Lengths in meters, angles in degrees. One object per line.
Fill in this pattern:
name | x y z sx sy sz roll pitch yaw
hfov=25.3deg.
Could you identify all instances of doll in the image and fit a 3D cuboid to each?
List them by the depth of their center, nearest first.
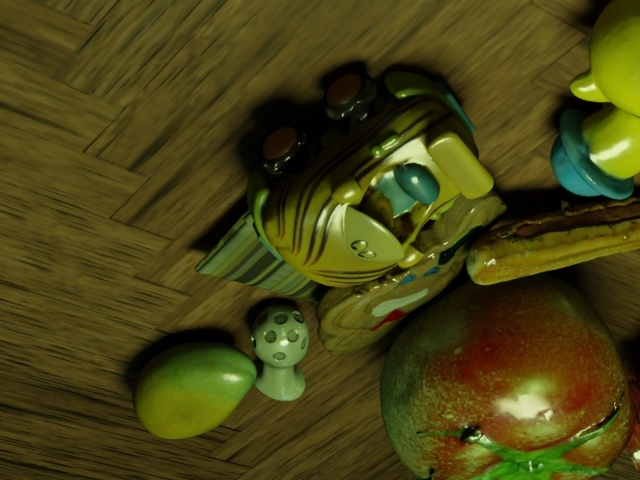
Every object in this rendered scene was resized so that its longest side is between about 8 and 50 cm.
doll | 0.332 -0.152 1.385 0.200 0.145 0.363 -6 152 -11

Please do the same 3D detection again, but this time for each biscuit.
biscuit | 0.099 0.042 1.639 0.320 0.047 0.183 -43 158 29

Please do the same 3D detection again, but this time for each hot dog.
hot dog | 0.295 -0.005 1.611 0.286 0.061 0.087 -9 147 -20

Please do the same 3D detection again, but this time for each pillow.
pillow | 0.000 0.000 1.605 0.212 0.052 0.208 16 133 -33

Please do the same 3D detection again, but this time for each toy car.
toy car | 0.053 -0.047 1.440 0.248 0.142 0.200 -39 130 10

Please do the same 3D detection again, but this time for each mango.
mango | -0.157 0.185 1.791 0.195 0.091 0.130 -23 129 36

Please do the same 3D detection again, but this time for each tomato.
tomato | 0.227 0.175 1.727 0.304 0.239 0.303 -6 146 -4

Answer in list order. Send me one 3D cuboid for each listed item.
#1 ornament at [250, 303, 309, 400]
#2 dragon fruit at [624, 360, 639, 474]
ornament | -0.049 0.134 1.771 0.075 0.081 0.156 29 149 18
dragon fruit | 0.531 0.210 1.816 0.277 0.277 0.342 21 141 -33
